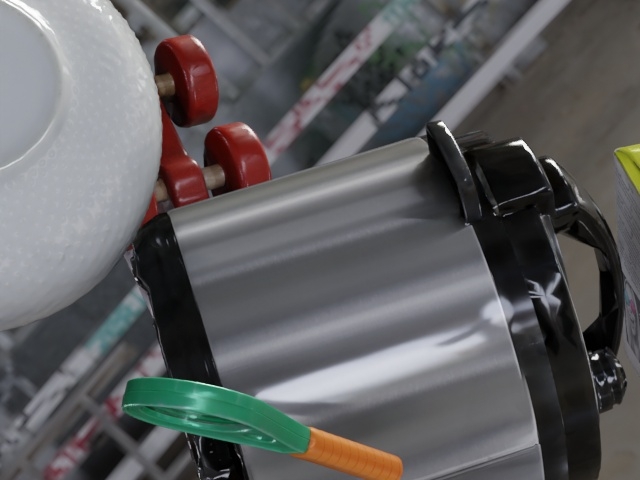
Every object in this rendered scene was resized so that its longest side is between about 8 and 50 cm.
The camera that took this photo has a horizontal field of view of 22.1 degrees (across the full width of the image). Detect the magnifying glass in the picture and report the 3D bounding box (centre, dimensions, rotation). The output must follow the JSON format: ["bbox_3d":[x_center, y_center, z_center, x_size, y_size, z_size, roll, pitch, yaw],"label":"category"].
[{"bbox_3d":[-0.033,0.131,1.109,0.092,0.231,0.026,-9,67,47],"label":"magnifying glass"}]

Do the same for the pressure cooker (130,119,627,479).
[{"bbox_3d":[0.072,0.101,1.471,0.421,0.375,0.370,-17,-3,-4],"label":"pressure cooker"}]

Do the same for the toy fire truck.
[{"bbox_3d":[-0.192,-0.066,1.770,0.169,0.302,0.254,-17,-27,-26],"label":"toy fire truck"}]

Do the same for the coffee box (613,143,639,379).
[{"bbox_3d":[0.576,0.070,2.021,0.338,0.334,0.338,-12,33,-2],"label":"coffee box"}]

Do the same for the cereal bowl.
[{"bbox_3d":[-0.289,-0.101,1.328,0.339,0.339,0.141,-54,0,-20],"label":"cereal bowl"}]
